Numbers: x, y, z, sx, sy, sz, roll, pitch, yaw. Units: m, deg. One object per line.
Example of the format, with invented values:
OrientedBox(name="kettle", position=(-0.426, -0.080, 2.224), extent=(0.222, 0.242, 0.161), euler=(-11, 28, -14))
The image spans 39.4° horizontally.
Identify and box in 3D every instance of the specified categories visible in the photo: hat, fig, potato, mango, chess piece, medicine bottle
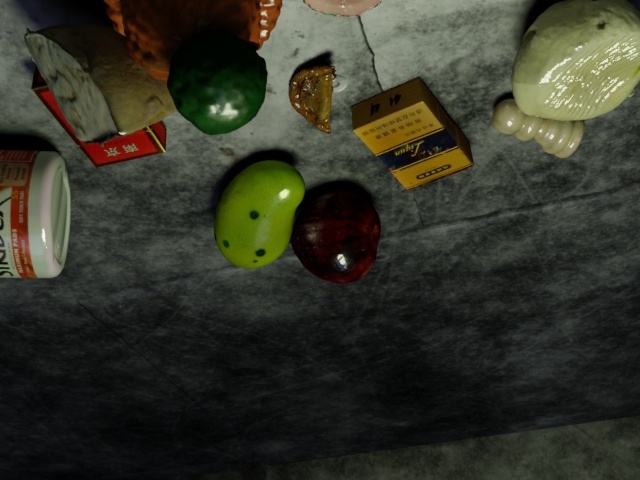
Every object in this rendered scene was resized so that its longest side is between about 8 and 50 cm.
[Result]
OrientedBox(name="hat", position=(-0.179, -0.297, 1.279), extent=(0.285, 0.400, 0.285), euler=(-2, 151, -1))
OrientedBox(name="fig", position=(0.002, -0.008, 1.928), extent=(0.249, 0.204, 0.186), euler=(0, 149, 15))
OrientedBox(name="potato", position=(-0.301, -0.287, 1.440), extent=(0.264, 0.211, 0.189), euler=(-31, -166, -38))
OrientedBox(name="mango", position=(-0.129, -0.056, 1.875), extent=(0.175, 0.143, 0.293), euler=(36, 134, 3))
OrientedBox(name="chess piece", position=(0.411, -0.221, 1.726), extent=(0.170, 0.094, 0.094), euler=(12, 145, -15))
OrientedBox(name="medicine bottle", position=(-0.628, -0.052, 1.752), extent=(0.241, 0.252, 0.252), euler=(1, 147, -5))

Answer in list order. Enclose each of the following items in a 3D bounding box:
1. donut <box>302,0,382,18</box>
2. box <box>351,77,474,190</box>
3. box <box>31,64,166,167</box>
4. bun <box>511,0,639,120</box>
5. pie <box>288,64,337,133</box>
OrientedBox(name="donut", position=(0.040, -0.409, 1.423), extent=(0.166, 0.065, 0.117), euler=(-1, 146, -1))
OrientedBox(name="box", position=(0.183, -0.203, 1.755), extent=(0.152, 0.070, 0.237), euler=(-20, 141, 24))
OrientedBox(name="box", position=(-0.400, -0.239, 1.646), extent=(0.153, 0.074, 0.240), euler=(-14, 146, 10))
OrientedBox(name="bun", position=(0.432, -0.313, 1.523), extent=(0.259, 0.160, 0.259), euler=(-16, 147, -10))
OrientedBox(name="pie", position=(-0.015, -0.273, 1.661), extent=(0.088, 0.033, 0.191), euler=(13, 149, 4))
